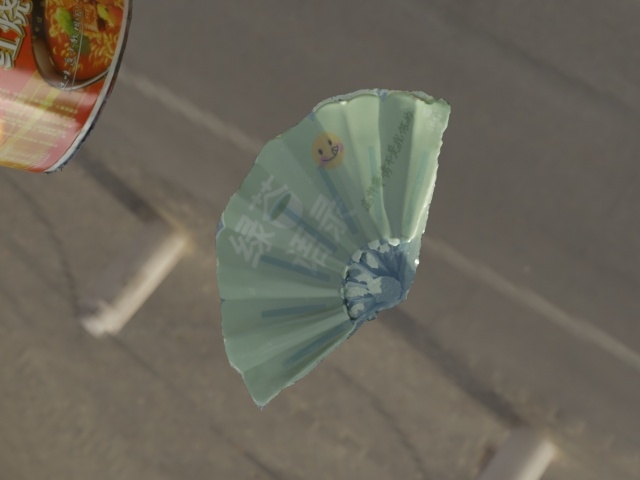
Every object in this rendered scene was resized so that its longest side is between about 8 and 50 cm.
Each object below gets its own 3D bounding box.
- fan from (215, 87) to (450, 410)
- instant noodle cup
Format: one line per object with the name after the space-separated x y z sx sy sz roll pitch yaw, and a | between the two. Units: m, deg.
0.000 0.000 1.228 0.131 0.009 0.240 36 112 15 | fan
-0.240 -0.146 1.344 0.174 0.213 0.213 20 157 -27 | instant noodle cup
